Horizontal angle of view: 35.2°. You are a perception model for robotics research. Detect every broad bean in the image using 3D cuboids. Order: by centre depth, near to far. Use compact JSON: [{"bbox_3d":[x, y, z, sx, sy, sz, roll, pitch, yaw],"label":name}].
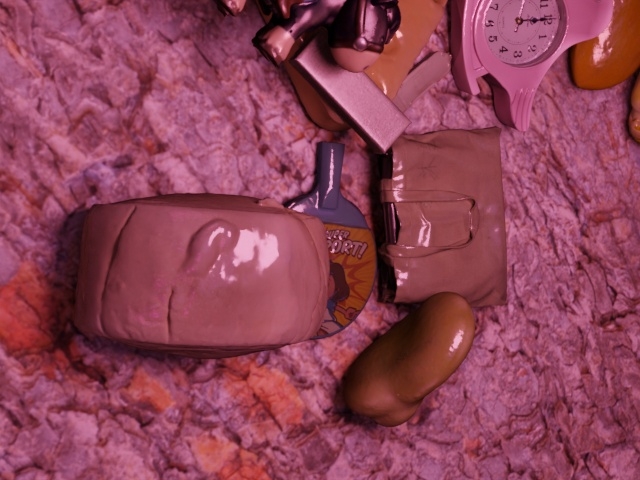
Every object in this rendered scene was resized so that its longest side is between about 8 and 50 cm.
[{"bbox_3d":[0.157,0.193,1.655,0.121,0.189,0.263,41,112,-20],"label":"broad bean"}]

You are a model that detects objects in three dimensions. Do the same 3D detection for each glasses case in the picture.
[{"bbox_3d":[0.045,-0.228,1.561,0.205,0.047,0.071,44,79,-16],"label":"glasses case"}]

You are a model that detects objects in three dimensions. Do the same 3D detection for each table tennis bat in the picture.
[{"bbox_3d":[0.000,0.000,1.668,0.215,0.044,0.328,8,89,-23],"label":"table tennis bat"}]

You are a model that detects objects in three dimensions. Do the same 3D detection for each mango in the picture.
[{"bbox_3d":[0.558,-0.444,1.882,0.195,0.142,0.331,0,98,-24],"label":"mango"}]

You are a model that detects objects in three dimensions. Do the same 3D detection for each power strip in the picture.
[{"bbox_3d":[0.157,-0.265,1.743,0.191,0.030,0.047,-42,109,-19],"label":"power strip"}]

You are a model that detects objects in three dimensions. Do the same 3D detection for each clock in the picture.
[{"bbox_3d":[0.365,-0.338,1.768,0.276,0.080,0.290,-3,110,-12],"label":"clock"}]

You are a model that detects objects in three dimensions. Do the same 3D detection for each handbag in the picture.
[{"bbox_3d":[0.210,-0.034,1.730,0.253,0.109,0.315,-5,97,-27],"label":"handbag"}]

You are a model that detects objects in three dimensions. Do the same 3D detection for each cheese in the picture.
[{"bbox_3d":[0.046,-0.353,1.647,0.384,0.104,0.383,0,90,-26],"label":"cheese"}]

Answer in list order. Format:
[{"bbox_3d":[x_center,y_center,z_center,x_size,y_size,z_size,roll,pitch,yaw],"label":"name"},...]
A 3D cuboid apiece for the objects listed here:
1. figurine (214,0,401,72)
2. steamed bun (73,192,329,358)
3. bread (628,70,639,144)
[{"bbox_3d":[0.022,-0.433,1.433,0.306,0.241,0.411,18,94,-3],"label":"figurine"},{"bbox_3d":[-0.154,0.053,1.469,0.384,0.236,0.247,5,92,-19],"label":"steamed bun"},{"bbox_3d":[0.673,-0.273,1.924,0.213,0.105,0.213,-23,123,-42],"label":"bread"}]
